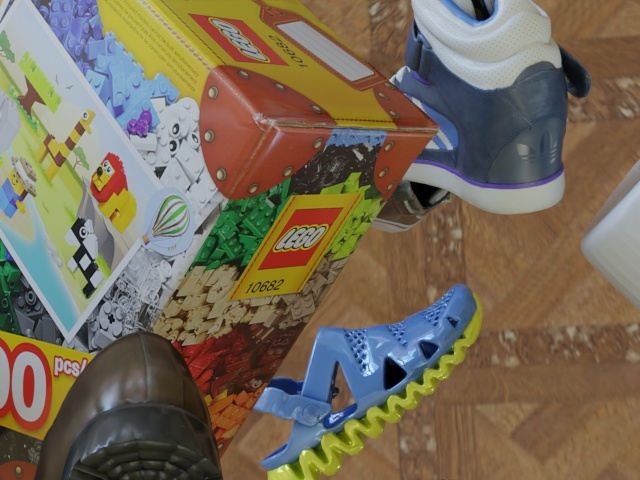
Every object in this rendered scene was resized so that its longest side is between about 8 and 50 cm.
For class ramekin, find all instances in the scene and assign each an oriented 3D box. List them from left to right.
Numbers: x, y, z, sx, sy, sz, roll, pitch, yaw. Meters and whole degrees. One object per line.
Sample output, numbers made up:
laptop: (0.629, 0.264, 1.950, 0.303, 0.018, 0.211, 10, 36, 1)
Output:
ramekin: (0.364, -0.046, 1.180, 0.135, 0.277, 0.277, 40, 103, 5)

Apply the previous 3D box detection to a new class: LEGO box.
LEGO box: (-0.213, -0.091, 1.000, 0.500, 0.193, 0.372, 45, 118, 27)

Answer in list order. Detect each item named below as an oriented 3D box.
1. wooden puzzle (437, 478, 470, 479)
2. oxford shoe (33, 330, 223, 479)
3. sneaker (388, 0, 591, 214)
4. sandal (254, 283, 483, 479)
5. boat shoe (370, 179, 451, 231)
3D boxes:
wooden puzzle: (0.229, 0.364, 1.060, 0.080, 0.322, 0.348, -24, 67, 31)
oxford shoe: (-0.096, 0.133, 0.565, 0.082, 0.096, 0.227, 15, 124, -21)
sneaker: (0.127, -0.176, 1.263, 0.130, 0.323, 0.236, -19, 115, -20)
sandal: (0.040, 0.147, 1.422, 0.317, 0.126, 0.138, -38, 87, 0)
boat shoe: (0.118, -0.070, 1.681, 0.119, 0.335, 0.121, -10, 95, 21)
